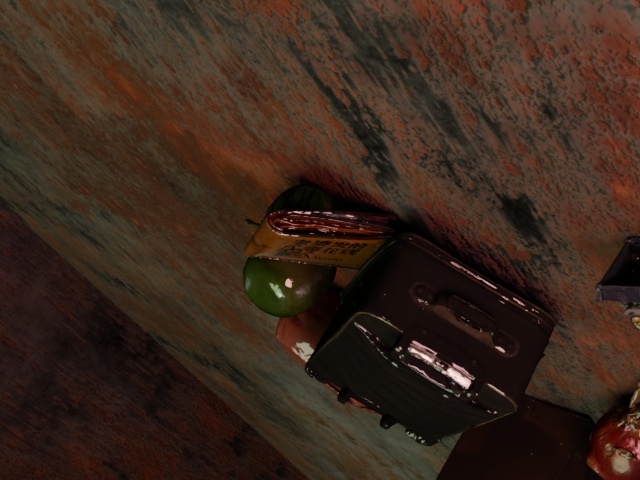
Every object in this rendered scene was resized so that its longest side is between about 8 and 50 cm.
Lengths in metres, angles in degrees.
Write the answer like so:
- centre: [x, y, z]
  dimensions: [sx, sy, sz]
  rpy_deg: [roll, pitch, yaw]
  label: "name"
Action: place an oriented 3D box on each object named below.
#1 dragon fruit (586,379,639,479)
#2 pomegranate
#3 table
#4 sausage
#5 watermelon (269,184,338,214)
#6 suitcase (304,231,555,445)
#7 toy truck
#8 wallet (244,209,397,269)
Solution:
- centre: [0.453, 0.276, 1.304]
  dimensions: [0.125, 0.125, 0.246]
  rpy_deg: [38, 147, 33]
  label: "dragon fruit"
- centre: [-0.059, 0.025, 1.462]
  dimensions: [0.131, 0.152, 0.191]
  rpy_deg: [12, 135, 42]
  label: "pomegranate"
- centre: [0.363, 0.444, 1.579]
  dimensions: [0.196, 0.250, 0.282]
  rpy_deg: [13, 151, 42]
  label: "table"
- centre: [0.048, 0.205, 1.671]
  dimensions: [0.280, 0.152, 0.152]
  rpy_deg: [39, 158, -11]
  label: "sausage"
- centre: [-0.020, -0.049, 1.347]
  dimensions: [0.106, 0.062, 0.105]
  rpy_deg: [11, 163, 3]
  label: "watermelon"
- centre: [0.151, 0.160, 1.359]
  dimensions: [0.283, 0.194, 0.434]
  rpy_deg: [31, 159, 0]
  label: "suitcase"
- centre: [0.379, 0.043, 0.935]
  dimensions: [0.092, 0.083, 0.192]
  rpy_deg: [50, 155, -23]
  label: "toy truck"
- centre: [0.000, 0.003, 1.323]
  dimensions: [0.196, 0.041, 0.161]
  rpy_deg: [3, 160, -15]
  label: "wallet"
